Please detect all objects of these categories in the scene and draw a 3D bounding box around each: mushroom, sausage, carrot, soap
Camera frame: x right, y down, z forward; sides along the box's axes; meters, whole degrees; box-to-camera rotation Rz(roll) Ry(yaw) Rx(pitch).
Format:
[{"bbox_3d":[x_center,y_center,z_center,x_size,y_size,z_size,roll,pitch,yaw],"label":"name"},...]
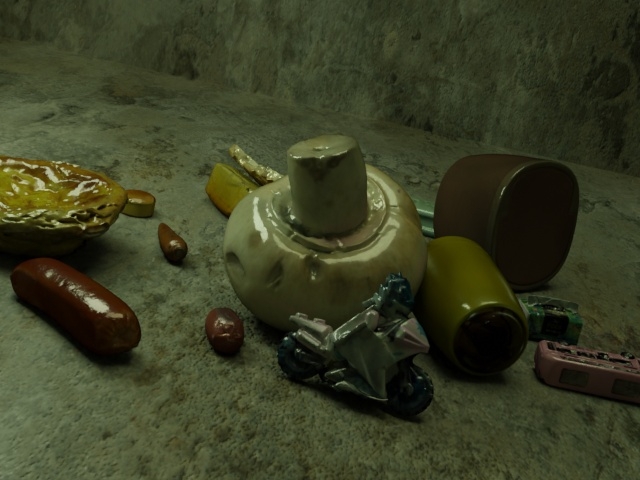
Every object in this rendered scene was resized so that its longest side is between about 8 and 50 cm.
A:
[{"bbox_3d":[0.004,-0.017,1.689,0.353,0.353,0.325,11,13,-5],"label":"mushroom"},{"bbox_3d":[-0.151,0.140,1.549,0.059,0.054,0.094,7,18,-19],"label":"sausage"},{"bbox_3d":[-0.299,-0.005,1.932,0.048,0.048,0.216,6,13,-20],"label":"carrot"},{"bbox_3d":[-0.374,0.091,1.499,0.089,0.083,0.300,-20,33,-39],"label":"sausage"},{"bbox_3d":[0.266,-0.056,2.439,0.198,0.067,0.119,16,19,9],"label":"soap"}]

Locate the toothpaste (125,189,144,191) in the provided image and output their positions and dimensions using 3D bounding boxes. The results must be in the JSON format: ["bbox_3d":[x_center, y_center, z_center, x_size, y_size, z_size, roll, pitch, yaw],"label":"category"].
[{"bbox_3d":[-0.459,-0.099,2.136,0.052,0.033,0.218,31,20,36],"label":"toothpaste"}]

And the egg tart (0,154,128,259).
[{"bbox_3d":[-0.520,-0.053,1.781,0.341,0.129,0.341,12,19,-4],"label":"egg tart"}]

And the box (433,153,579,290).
[{"bbox_3d":[0.400,-0.058,2.176,0.301,0.301,0.216,-2,18,-39],"label":"box"}]

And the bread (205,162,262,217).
[{"bbox_3d":[-0.178,-0.098,2.227,0.102,0.094,0.245,11,15,-36],"label":"bread"}]

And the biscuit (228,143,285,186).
[{"bbox_3d":[-0.093,-0.116,2.262,0.204,0.040,0.309,45,-6,-36],"label":"biscuit"}]

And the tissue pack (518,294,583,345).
[{"bbox_3d":[0.440,0.147,1.894,0.111,0.079,0.085,10,16,-6],"label":"tissue pack"}]

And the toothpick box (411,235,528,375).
[{"bbox_3d":[0.256,0.117,1.712,0.175,0.175,0.271,8,21,-14],"label":"toothpick box"}]

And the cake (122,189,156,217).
[{"bbox_3d":[-0.392,-0.081,2.096,0.084,0.044,0.084,9,17,-3],"label":"cake"}]

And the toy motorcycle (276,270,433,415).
[{"bbox_3d":[0.068,0.137,1.473,0.239,0.204,0.108,16,0,-2],"label":"toy motorcycle"}]

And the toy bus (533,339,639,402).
[{"bbox_3d":[0.474,0.227,1.700,0.203,0.063,0.090,10,20,1],"label":"toy bus"}]
